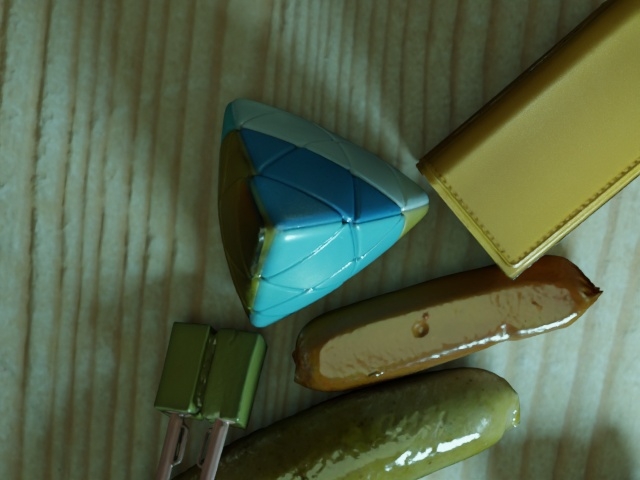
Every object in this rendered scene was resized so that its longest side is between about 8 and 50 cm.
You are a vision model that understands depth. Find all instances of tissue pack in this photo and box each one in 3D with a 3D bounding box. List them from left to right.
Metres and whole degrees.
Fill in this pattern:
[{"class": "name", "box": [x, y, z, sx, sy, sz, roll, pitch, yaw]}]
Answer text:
[{"class": "tissue pack", "box": [0.245, -0.111, 1.061, 0.274, 0.194, 0.145, -40, 91, 6]}]

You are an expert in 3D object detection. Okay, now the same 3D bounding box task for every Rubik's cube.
[{"class": "Rubik's cube", "box": [0.000, 0.000, 1.112, 0.254, 0.254, 0.255, 0, 98, 2]}]

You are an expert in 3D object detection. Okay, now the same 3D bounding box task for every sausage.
[{"class": "sausage", "box": [-0.018, 0.258, 1.153, 0.500, 0.123, 0.136, -27, 110, 4]}, {"class": "sausage", "box": [0.131, 0.086, 1.137, 0.348, 0.097, 0.094, -18, 104, 4]}]

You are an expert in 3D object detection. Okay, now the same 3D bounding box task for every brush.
[{"class": "brush", "box": [-0.132, 0.207, 1.124, 0.103, 0.047, 0.234, 5, 67, 16]}]
